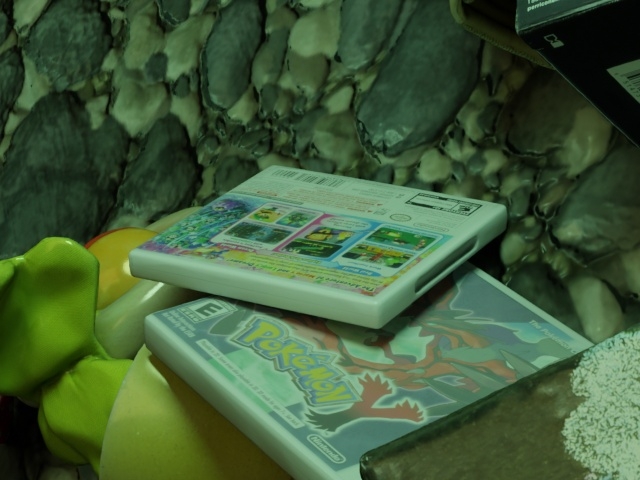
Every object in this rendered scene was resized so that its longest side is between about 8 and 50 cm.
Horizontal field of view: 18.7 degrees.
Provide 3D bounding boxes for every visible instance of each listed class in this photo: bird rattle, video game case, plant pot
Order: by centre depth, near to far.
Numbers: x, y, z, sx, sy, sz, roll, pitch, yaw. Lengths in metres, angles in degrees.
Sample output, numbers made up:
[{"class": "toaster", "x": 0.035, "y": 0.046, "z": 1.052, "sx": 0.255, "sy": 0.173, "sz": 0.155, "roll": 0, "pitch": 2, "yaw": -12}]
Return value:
[{"class": "video game case", "x": 0.038, "y": 0.063, "z": 0.975, "sx": 0.201, "sy": 0.183, "sz": 0.023, "roll": 35, "pitch": 132, "yaw": 48}, {"class": "plant pot", "x": -0.043, "y": 0.111, "z": 1.047, "sx": 0.095, "sy": 0.134, "sz": 0.134, "roll": 16, "pitch": 75, "yaw": 23}, {"class": "video game case", "x": 0.000, "y": 0.000, "z": 1.052, "sx": 0.157, "sy": 0.019, "sz": 0.143, "roll": 11, "pitch": 27, "yaw": 30}, {"class": "bird rattle", "x": -0.135, "y": 0.058, "z": 1.163, "sx": 0.207, "sy": 0.143, "sz": 0.253, "roll": -37, "pitch": 5, "yaw": -15}]

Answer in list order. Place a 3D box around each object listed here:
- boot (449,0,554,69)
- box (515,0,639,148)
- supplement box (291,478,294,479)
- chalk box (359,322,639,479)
[{"class": "boot", "x": 0.084, "y": -0.228, "z": 1.036, "sx": 0.095, "sy": 0.262, "sz": 0.203, "roll": -15, "pitch": 56, "yaw": 22}, {"class": "box", "x": 0.177, "y": -0.141, "z": 0.972, "sx": 0.093, "sy": 0.156, "sz": 0.158, "roll": -17, "pitch": 54, "yaw": 33}, {"class": "supplement box", "x": -0.010, "y": 0.193, "z": 0.991, "sx": 0.233, "sy": 0.080, "sz": 0.078, "roll": -52, "pitch": 43, "yaw": 6}, {"class": "chalk box", "x": 0.165, "y": 0.189, "z": 0.723, "sx": 0.180, "sy": 0.179, "sz": 0.289, "roll": -27, "pitch": 63, "yaw": 11}]
